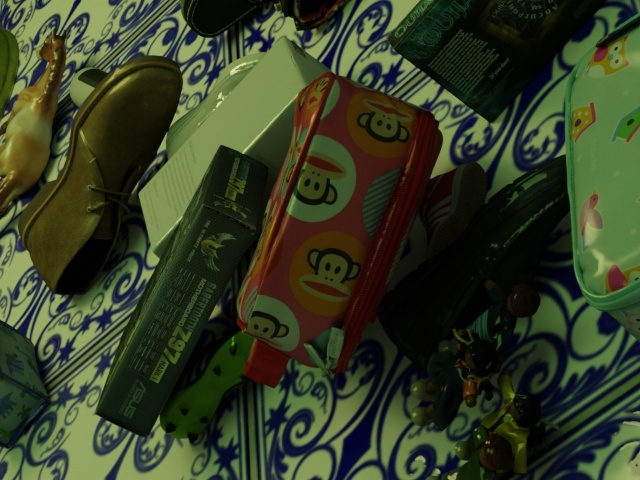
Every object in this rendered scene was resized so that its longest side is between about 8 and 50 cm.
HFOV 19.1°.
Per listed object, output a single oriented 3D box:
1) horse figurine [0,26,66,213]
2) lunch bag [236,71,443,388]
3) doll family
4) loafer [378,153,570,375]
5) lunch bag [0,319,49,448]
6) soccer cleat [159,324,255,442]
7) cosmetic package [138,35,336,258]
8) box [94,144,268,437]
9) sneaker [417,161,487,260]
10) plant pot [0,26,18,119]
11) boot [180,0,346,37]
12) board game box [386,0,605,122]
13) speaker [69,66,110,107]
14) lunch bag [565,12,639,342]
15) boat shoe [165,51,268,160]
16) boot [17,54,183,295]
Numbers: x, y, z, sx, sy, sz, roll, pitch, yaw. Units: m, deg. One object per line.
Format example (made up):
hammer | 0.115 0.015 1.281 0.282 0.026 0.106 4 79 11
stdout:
horse figurine | -0.383 -0.122 2.387 0.174 0.066 0.263 -31 36 46
lunch bag | 0.000 0.000 1.554 0.293 0.120 0.258 -120 51 -86
doll family | 0.123 0.113 1.405 0.111 0.076 0.193 -53 42 48
loafer | 0.142 0.019 1.501 0.223 0.076 0.078 -44 69 22
lunch bag | -0.378 0.131 2.051 0.096 0.151 0.129 -50 30 12
soccer cleat | -0.089 0.112 1.748 0.179 0.060 0.072 -44 31 25
cosmetic package | -0.073 -0.077 1.882 0.231 0.085 0.117 -44 33 17
box | -0.126 0.044 1.760 0.233 0.059 0.183 -62 6 18
sneaker | 0.098 -0.011 1.611 0.067 0.042 0.118 -16 41 43
plant pot | -0.669 -0.228 2.611 0.366 0.353 0.366 -36 36 32
boot | -0.057 -0.276 2.046 0.236 0.085 0.178 -43 35 21
board game box | 0.163 -0.203 1.619 0.186 0.126 0.026 -47 31 15
speaker | -0.250 -0.168 2.249 0.055 0.055 0.136 -57 30 -2
lunch bag | 0.284 -0.073 1.337 0.224 0.108 0.279 -32 38 35
boat shoe | -0.100 -0.126 1.988 0.184 0.066 0.063 -34 47 32
boot | -0.226 -0.064 2.063 0.305 0.112 0.115 -56 40 30
